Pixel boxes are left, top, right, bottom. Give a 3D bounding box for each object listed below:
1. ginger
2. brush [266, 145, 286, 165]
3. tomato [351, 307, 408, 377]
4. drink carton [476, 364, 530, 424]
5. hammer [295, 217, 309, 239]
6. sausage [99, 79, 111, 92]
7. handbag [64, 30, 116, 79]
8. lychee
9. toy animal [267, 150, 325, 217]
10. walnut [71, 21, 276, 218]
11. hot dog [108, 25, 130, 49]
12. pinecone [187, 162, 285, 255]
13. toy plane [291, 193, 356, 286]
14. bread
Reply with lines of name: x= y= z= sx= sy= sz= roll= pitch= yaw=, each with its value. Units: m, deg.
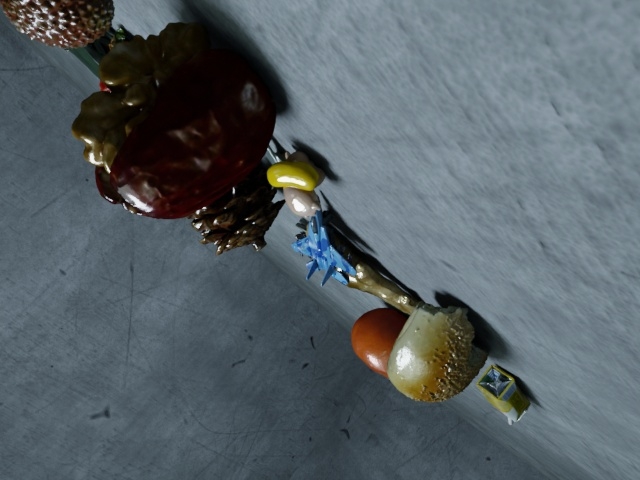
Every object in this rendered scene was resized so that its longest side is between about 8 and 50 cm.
ginger: x=0.096 y=0.077 z=1.113 sx=0.334 sy=0.081 sz=0.148 roll=35 pitch=148 yaw=15
brush: x=-0.115 y=-0.205 z=0.816 sx=0.062 sy=0.027 sz=0.266 roll=29 pitch=161 yaw=46
tomato: x=0.213 y=0.308 z=1.370 sx=0.260 sy=0.180 sz=0.260 roll=40 pitch=172 yaw=7
drink carton: x=0.442 y=0.374 z=1.119 sx=0.084 sy=0.074 sz=0.200 roll=29 pitch=166 yaw=50
hammer: x=-0.040 y=-0.017 z=1.326 sx=0.103 sy=0.029 sz=0.246 roll=42 pitch=171 yaw=-10
sausage: x=-0.643 y=-0.458 z=1.481 sx=0.074 sy=0.074 sz=0.274 roll=42 pitch=170 yaw=-12
handbag: x=-0.534 y=-0.453 z=1.092 sx=0.260 sy=0.079 sz=0.247 roll=41 pitch=170 yaw=-3
lychee: x=-0.414 y=-0.382 z=0.718 sx=0.197 sy=0.165 sz=0.165 roll=12 pitch=-170 yaw=-40
toy animal: x=-0.024 y=-0.102 z=0.799 sx=0.091 sy=0.082 sz=0.114 roll=-21 pitch=109 yaw=42
walnut: x=-0.209 y=-0.154 z=0.669 sx=0.222 sy=0.269 sz=0.244 roll=33 pitch=170 yaw=36
hot dog: x=-0.381 y=-0.361 z=1.000 sx=0.072 sy=0.055 sz=0.188 roll=37 pitch=171 yaw=23
pinecone: x=-0.205 y=-0.096 z=1.071 sx=0.272 sy=0.224 sz=0.224 roll=57 pitch=170 yaw=2
toy plane: x=0.004 y=-0.005 z=1.004 sx=0.169 sy=0.078 sz=0.246 roll=21 pitch=134 yaw=27
bread: x=0.235 y=0.247 z=0.986 sx=0.171 sy=0.192 sz=0.314 roll=37 pitch=169 yaw=25
